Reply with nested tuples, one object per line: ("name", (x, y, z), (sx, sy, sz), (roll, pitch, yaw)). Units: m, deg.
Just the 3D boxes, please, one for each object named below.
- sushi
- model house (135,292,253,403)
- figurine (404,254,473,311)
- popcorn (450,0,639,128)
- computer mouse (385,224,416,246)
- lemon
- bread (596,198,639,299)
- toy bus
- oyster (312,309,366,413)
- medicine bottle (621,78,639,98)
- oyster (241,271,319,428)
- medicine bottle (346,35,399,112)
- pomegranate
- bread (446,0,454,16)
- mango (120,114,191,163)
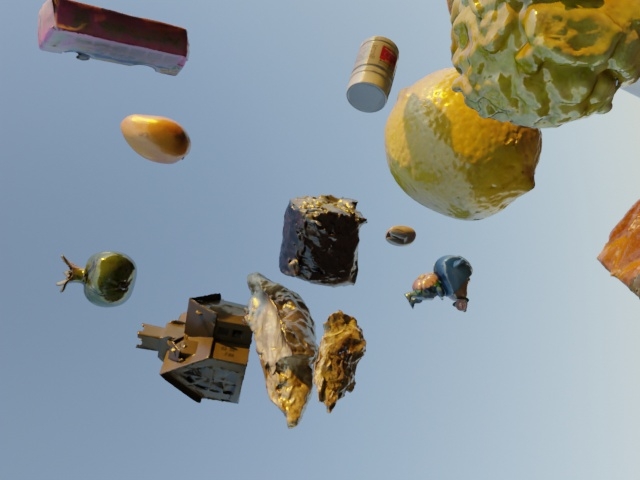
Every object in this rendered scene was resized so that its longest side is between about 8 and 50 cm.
("sushi", (0.000, -0.003, 1.821), (0.299, 0.281, 0.294), (-1, -67, -30))
("model house", (-0.275, 0.211, 1.121), (0.243, 0.204, 0.211), (12, -154, -8))
("figurine", (0.302, 0.122, 1.255), (0.144, 0.178, 0.114), (60, -177, 17))
("popcorn", (0.268, -0.260, 0.620), (0.249, 0.249, 0.225), (-64, -37, -35))
("computer mouse", (0.238, -0.010, 1.494), (0.096, 0.066, 0.039), (4, -147, -27))
("lemon", (0.302, -0.205, 1.107), (0.336, 0.336, 0.336), (15, -110, -45))
("bread", (0.635, 0.016, 0.785), (0.207, 0.279, 0.279), (26, -155, -13))
("toy bus", (-0.410, -0.409, 1.027), (0.274, 0.112, 0.090), (0, -92, -34))
("oyster", (0.035, 0.204, 0.840), (0.108, 0.053, 0.166), (44, -122, -44))
("medicine bottle", (0.667, -0.380, 1.066), (0.237, 0.139, 0.139), (25, -124, -2))
("oyster", (-0.066, 0.190, 0.994), (0.166, 0.110, 0.341), (41, -161, -28))
("medicine bottle", (0.072, -0.227, 0.697), (0.058, 0.058, 0.091), (38, -125, -35))
("pomegranate", (-0.582, 0.093, 1.328), (0.191, 0.131, 0.152), (15, -91, -15))
("bread", (0.250, -0.367, 0.805), (0.111, 0.083, 0.044), (54, -149, -5))
("mango", (-0.505, -0.314, 1.559), (0.219, 0.145, 0.112), (20, -153, 0))
